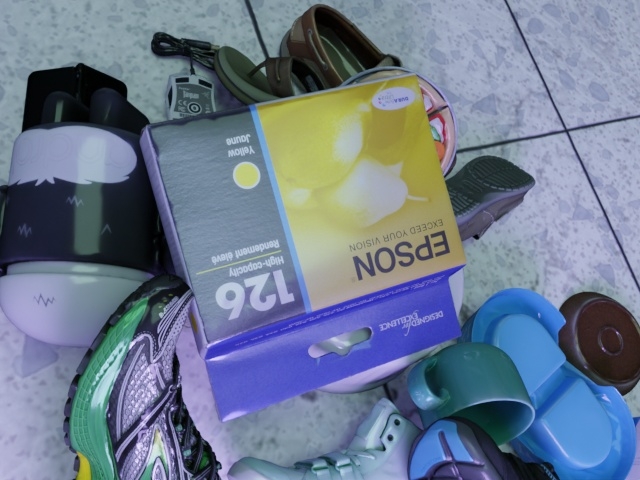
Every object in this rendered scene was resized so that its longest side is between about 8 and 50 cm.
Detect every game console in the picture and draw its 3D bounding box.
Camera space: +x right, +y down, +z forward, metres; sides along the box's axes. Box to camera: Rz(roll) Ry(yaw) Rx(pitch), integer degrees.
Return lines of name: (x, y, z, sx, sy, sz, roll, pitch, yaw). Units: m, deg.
game console: (-0.317, -0.160, 0.840, 0.107, 0.071, 0.122, 18, 62, -47)

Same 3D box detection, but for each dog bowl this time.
dog bowl: (0.305, 0.210, 0.899, 0.166, 0.074, 0.297, -33, 84, -27)

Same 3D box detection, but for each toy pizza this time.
toy pizza: (0.093, -0.139, 0.901, 0.202, 0.032, 0.201, 0, 112, -1)

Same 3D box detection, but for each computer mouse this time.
computer mouse: (-0.181, -0.197, 0.889, 0.106, 0.042, 0.192, 6, 63, -23)

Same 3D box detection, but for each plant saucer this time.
plant saucer: (0.438, 0.157, 0.993, 0.169, 0.029, 0.168, 7, 69, -19)

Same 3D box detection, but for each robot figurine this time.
robot figurine: (-0.256, -0.022, 0.716, 0.174, 0.209, 0.278, 11, 74, -38)

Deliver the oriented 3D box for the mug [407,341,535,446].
mug: (0.175, 0.175, 0.770, 0.130, 0.157, 0.097, -18, 46, 6)

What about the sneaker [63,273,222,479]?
sneaker: (-0.154, 0.195, 0.627, 0.147, 0.134, 0.343, 10, 106, 5)

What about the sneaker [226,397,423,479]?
sneaker: (0.020, 0.251, 0.765, 0.256, 0.094, 0.151, 22, 70, -22)

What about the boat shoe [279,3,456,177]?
boat shoe: (0.076, -0.211, 0.944, 0.324, 0.116, 0.123, 41, 63, -2)

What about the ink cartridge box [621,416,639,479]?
ink cartridge box: (0.450, 0.359, 0.863, 0.078, 0.134, 0.230, 21, 66, -13)

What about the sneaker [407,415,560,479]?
sneaker: (0.213, 0.305, 0.770, 0.340, 0.125, 0.139, 58, 48, -29)

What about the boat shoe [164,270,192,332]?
boat shoe: (-0.177, -0.001, 0.810, 0.079, 0.084, 0.232, -5, 76, 18)

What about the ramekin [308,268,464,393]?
ramekin: (0.048, 0.049, 0.828, 0.277, 0.135, 0.277, 7, 69, -18)

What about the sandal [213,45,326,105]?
sandal: (-0.027, -0.187, 0.848, 0.303, 0.086, 0.120, 40, 15, 35)

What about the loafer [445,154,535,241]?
loafer: (0.229, -0.057, 0.973, 0.251, 0.087, 0.094, -23, 53, -37)

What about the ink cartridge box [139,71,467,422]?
ink cartridge box: (0.000, 0.000, 0.684, 0.304, 0.072, 0.307, -16, 88, -20)
